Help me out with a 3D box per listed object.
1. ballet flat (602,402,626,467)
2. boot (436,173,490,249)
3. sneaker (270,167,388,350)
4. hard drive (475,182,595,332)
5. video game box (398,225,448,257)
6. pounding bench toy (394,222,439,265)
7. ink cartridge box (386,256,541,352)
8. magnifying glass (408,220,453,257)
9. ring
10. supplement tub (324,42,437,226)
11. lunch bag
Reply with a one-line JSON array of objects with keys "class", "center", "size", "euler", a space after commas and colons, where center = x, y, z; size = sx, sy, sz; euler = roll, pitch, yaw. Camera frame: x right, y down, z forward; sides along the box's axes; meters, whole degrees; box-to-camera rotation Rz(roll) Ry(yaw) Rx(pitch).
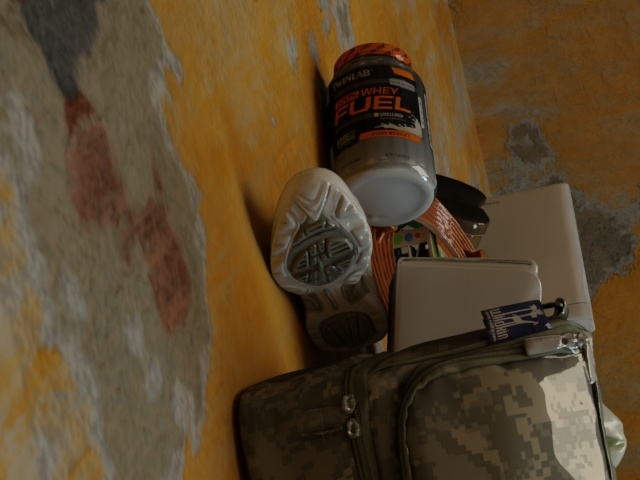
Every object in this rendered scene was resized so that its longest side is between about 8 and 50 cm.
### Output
[{"class": "ballet flat", "center": [0.256, 0.247, 1.384], "size": [0.400, 0.139, 0.139], "euler": [-85, 160, -46]}, {"class": "boot", "center": [0.214, -0.032, 2.257], "size": [0.305, 0.112, 0.115], "euler": [-80, -174, -71]}, {"class": "sneaker", "center": [0.000, 0.000, 1.198], "size": [0.232, 0.090, 0.115], "euler": [78, 1, -53]}, {"class": "hard drive", "center": [0.343, 0.044, 2.375], "size": [0.353, 0.233, 0.047], "euler": [-87, 162, -50]}, {"class": "video game box", "center": [0.157, 0.050, 1.949], "size": [0.187, 0.048, 0.205], "euler": [22, 57, -72]}, {"class": "pounding bench toy", "center": [0.114, -0.003, 1.749], "size": [0.052, 0.065, 0.083], "euler": [43, 37, -69]}, {"class": "ink cartridge box", "center": [0.128, 0.139, 1.305], "size": [0.307, 0.129, 0.223], "euler": [75, 18, -84]}, {"class": "magnifying glass", "center": [0.150, -0.031, 1.852], "size": [0.231, 0.026, 0.092], "euler": [50, 35, -45]}, {"class": "ring", "center": [0.156, 0.068, 1.634], "size": [0.336, 0.032, 0.336], "euler": [41, 34, -36]}, {"class": "supplement tub", "center": [0.065, -0.121, 1.505], "size": [0.117, 0.117, 0.190], "euler": [62, 19, -53]}, {"class": "lunch bag", "center": [0.099, 0.213, 0.999], "size": [0.212, 0.256, 0.305], "euler": [18, 61, -77]}]
